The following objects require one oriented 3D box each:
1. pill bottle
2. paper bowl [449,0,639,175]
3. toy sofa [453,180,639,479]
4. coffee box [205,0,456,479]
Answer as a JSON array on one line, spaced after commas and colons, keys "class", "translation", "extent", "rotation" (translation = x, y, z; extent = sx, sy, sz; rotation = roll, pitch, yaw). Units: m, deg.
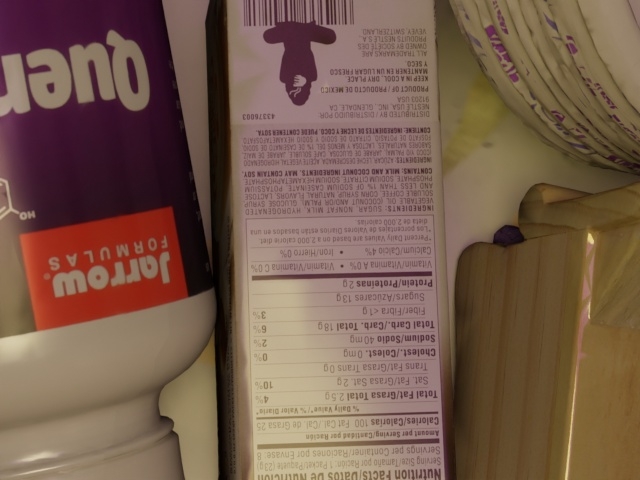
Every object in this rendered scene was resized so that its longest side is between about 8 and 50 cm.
[{"class": "pill bottle", "translation": [-0.147, -0.036, 0.827], "extent": [0.182, 0.181, 0.322], "rotation": [-11, 93, -7]}, {"class": "paper bowl", "translation": [0.167, -0.170, 0.880], "extent": [0.284, 0.148, 0.284], "rotation": [-4, 97, -37]}, {"class": "toy sofa", "translation": [0.151, 0.160, 0.873], "extent": [0.150, 0.177, 0.362], "rotation": [10, 80, -20]}, {"class": "coffee box", "translation": [0.000, 0.000, 0.880], "extent": [0.098, 0.141, 0.246], "rotation": [-1, 83, -6]}]
